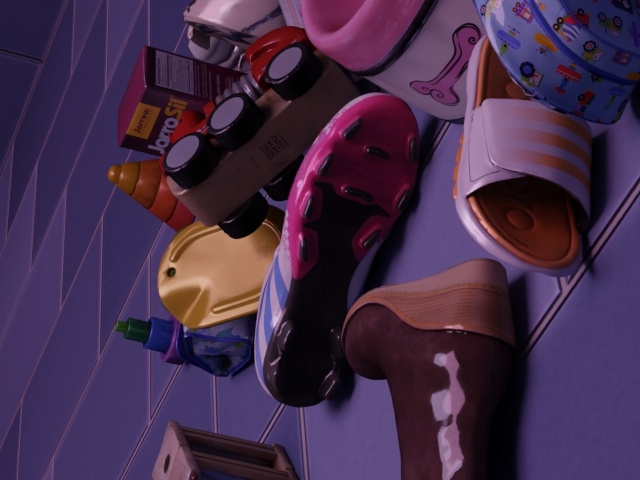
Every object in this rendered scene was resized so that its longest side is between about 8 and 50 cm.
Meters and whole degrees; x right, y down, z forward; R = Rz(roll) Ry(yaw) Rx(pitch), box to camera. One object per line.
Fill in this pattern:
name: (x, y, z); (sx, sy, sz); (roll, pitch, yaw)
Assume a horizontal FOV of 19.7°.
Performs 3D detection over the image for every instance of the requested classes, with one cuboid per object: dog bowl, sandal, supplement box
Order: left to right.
supplement box: (-0.141, -0.152, 2.223); (0.081, 0.188, 0.104); (-97, 27, -46)
dog bowl: (0.109, -0.318, 1.663); (0.408, 0.150, 0.408); (-167, 90, -72)
sandal: (0.159, -0.090, 1.422); (0.076, 0.102, 0.265); (118, 159, -45)

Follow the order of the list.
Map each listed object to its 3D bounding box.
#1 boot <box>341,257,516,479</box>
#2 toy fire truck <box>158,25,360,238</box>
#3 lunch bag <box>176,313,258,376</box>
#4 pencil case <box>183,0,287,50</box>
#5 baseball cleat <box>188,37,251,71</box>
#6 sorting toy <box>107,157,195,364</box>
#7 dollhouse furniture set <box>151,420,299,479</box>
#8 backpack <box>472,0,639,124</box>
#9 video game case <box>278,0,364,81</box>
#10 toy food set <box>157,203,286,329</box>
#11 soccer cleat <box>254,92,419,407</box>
boot: (0.075, 0.139, 1.521); (0.248, 0.090, 0.207); (-35, 42, 59)
toy fire truck: (-0.074, -0.136, 2.005); (0.217, 0.158, 0.246); (-41, 34, 5)
lunch bag: (-0.113, 0.079, 2.140); (0.151, 0.096, 0.129); (87, -170, -70)
pencil case: (-0.042, -0.410, 2.150); (0.183, 0.160, 0.410); (21, 98, 45)
baseball cleat: (-0.068, -0.286, 2.304); (0.206, 0.109, 0.072); (-43, 13, 7)
sorting toy: (-0.231, 0.010, 2.480); (0.365, 0.126, 0.127); (-93, 24, -43)
dollhouse furniture set: (-0.112, 0.306, 1.897); (0.129, 0.129, 0.183); (-127, 54, -67)
backpack: (0.183, -0.177, 1.341); (0.117, 0.158, 0.173); (-40, 50, 33)
video game case: (-0.010, -0.254, 2.016); (0.143, 0.019, 0.157); (23, 135, 64)
toy food set: (-0.069, 0.031, 2.012); (0.218, 0.071, 0.128); (-17, 64, 22)
soccer cleat: (0.000, 0.000, 1.807); (0.143, 0.116, 0.331); (-125, 51, -66)
